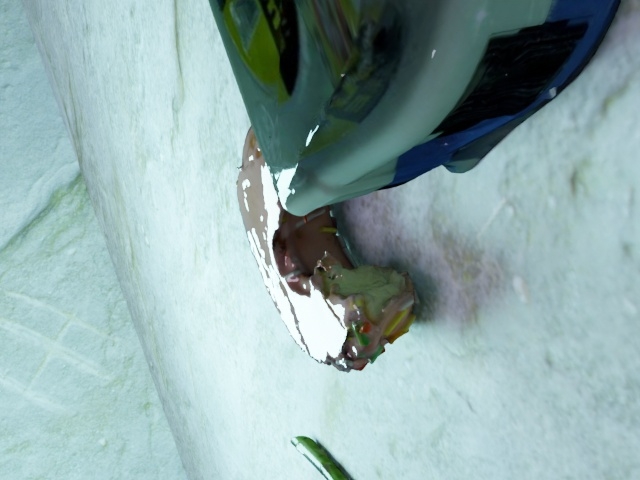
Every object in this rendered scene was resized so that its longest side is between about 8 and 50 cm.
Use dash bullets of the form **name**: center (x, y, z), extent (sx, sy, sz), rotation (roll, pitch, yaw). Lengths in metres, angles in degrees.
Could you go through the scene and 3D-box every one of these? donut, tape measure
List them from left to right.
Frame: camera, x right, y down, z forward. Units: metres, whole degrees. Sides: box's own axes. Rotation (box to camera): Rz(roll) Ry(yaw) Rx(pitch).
- **donut**: center (0.000, 0.000, 0.660), extent (0.233, 0.085, 0.199), rotation (69, 158, 7)
- **tape measure**: center (0.028, -0.165, 0.396), extent (0.259, 0.138, 0.262), rotation (69, 158, 3)

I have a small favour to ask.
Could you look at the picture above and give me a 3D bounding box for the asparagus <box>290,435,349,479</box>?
- **asparagus**: center (0.020, 0.297, 0.924), extent (0.236, 0.027, 0.034), rotation (33, 141, 57)
